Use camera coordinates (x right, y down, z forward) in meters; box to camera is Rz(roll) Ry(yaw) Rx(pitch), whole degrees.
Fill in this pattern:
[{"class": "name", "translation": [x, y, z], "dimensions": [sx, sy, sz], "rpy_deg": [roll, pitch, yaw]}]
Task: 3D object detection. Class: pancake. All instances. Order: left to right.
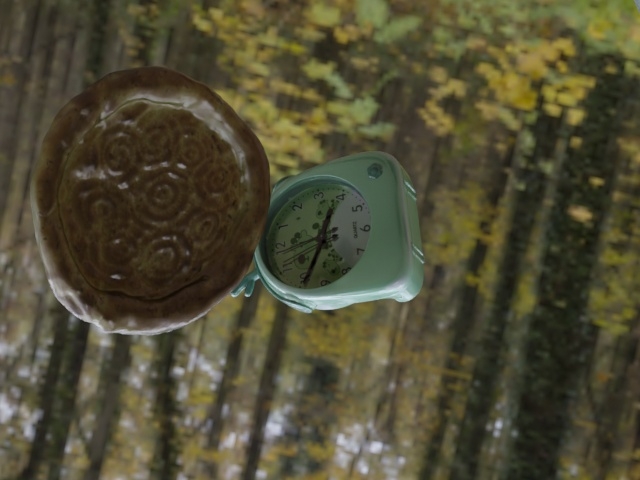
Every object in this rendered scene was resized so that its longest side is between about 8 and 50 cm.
[{"class": "pancake", "translation": [-0.152, -0.036, 1.313], "dimensions": [0.250, 0.250, 0.031], "rpy_deg": [9, 180, -31]}]

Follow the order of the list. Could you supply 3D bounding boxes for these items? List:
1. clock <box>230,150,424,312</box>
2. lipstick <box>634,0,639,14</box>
[{"class": "clock", "translation": [0.000, 0.000, 1.480], "dimensions": [0.210, 0.159, 0.066], "rpy_deg": [-12, 156, 19]}, {"class": "lipstick", "translation": [0.342, -0.211, 1.306], "dimensions": [0.076, 0.077, 0.290], "rpy_deg": [54, -177, 40]}]
